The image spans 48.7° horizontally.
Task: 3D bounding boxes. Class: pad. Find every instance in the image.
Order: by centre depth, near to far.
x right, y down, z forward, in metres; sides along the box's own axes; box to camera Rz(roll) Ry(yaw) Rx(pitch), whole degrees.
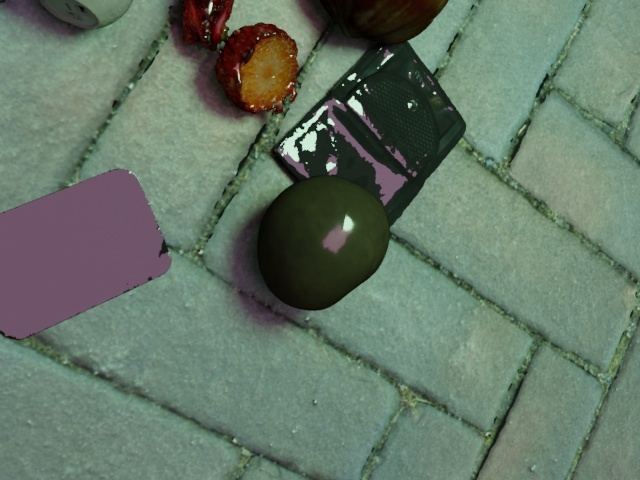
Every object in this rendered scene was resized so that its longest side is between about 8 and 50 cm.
[{"bbox_3d":[-0.367,0.016,1.039,0.267,0.004,0.181,-25,101,-22],"label":"pad"}]

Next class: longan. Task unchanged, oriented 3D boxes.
[{"bbox_3d":[0.000,0.000,1.101,0.220,0.196,0.196,-40,107,-3],"label":"longan"}]

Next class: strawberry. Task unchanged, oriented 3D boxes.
[{"bbox_3d":[-0.099,-0.268,1.095,0.145,0.086,0.145,-34,136,-40],"label":"strawberry"}]

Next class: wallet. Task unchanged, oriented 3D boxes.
[{"bbox_3d":[0.103,-0.175,1.228,0.323,0.041,0.247,-47,107,-14],"label":"wallet"}]

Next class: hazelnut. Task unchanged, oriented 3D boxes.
[{"bbox_3d":[0.096,-0.427,1.139,0.229,0.229,0.229,-1,92,-24],"label":"hazelnut"}]

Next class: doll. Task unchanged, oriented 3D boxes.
[{"bbox_3d":[-0.299,-0.443,0.989,0.151,0.151,0.287,24,78,-23],"label":"doll"}]

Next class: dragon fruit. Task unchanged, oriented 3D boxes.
[{"bbox_3d":[-0.149,-0.381,1.070,0.092,0.122,0.192,9,85,-39],"label":"dragon fruit"}]
